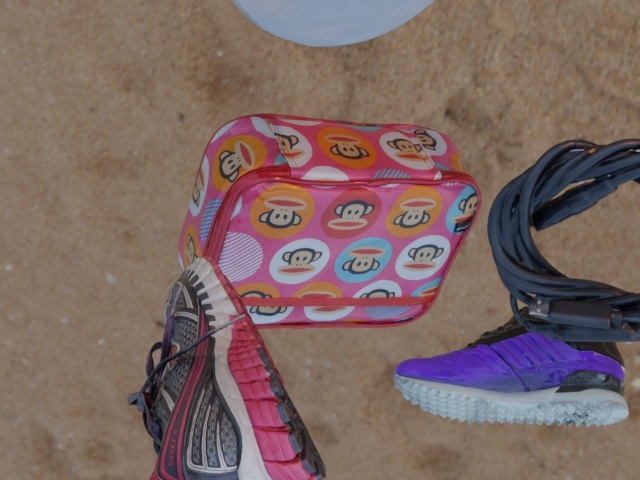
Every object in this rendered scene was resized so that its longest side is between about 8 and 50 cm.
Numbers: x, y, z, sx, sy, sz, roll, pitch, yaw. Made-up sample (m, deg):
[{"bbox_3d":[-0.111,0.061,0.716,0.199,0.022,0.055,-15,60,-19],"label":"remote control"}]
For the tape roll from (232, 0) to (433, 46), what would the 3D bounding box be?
[{"bbox_3d":[0.013,-0.265,0.918,0.219,0.072,0.219,-11,134,-12],"label":"tape roll"}]

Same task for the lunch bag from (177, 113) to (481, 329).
[{"bbox_3d":[0.000,0.000,1.225,0.293,0.120,0.258,1,133,-25],"label":"lunch bag"}]

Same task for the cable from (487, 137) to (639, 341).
[{"bbox_3d":[0.199,0.000,0.716,0.185,0.047,0.150,0,127,17],"label":"cable"}]

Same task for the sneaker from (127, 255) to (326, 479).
[{"bbox_3d":[-0.091,0.104,0.882,0.112,0.299,0.121,-27,111,-3],"label":"sneaker"}]

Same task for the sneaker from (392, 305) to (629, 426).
[{"bbox_3d":[0.243,0.153,1.489,0.293,0.146,0.102,3,155,8],"label":"sneaker"}]
